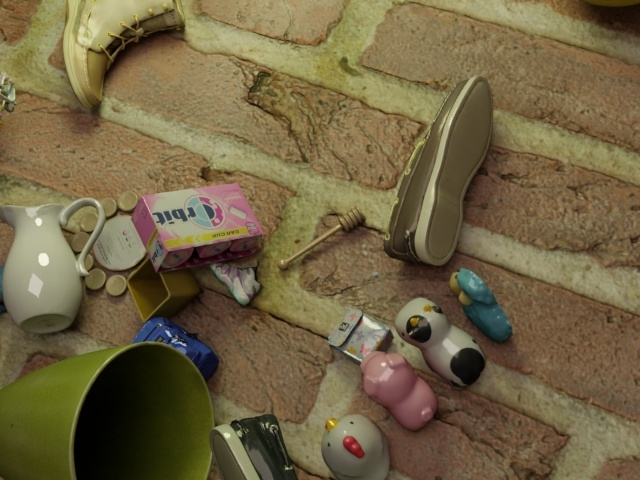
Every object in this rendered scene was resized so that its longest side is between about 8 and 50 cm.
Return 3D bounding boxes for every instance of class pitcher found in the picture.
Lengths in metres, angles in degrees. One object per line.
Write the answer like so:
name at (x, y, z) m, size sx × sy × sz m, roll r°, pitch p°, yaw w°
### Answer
pitcher at (-0.427, 0.034, 1.680) m, size 0.178 × 0.125 × 0.207 m, roll -14°, pitch 65°, yaw 7°

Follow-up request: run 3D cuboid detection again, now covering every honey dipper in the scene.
honey dipper at (0.000, 0.000, 1.669) m, size 0.161 × 0.030 × 0.030 m, roll -35°, pitch 67°, yaw 0°

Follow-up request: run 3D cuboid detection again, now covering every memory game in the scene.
memory game at (-0.330, 0.006, 1.734) m, size 0.186 × 0.012 × 0.186 m, roll -3°, pitch 70°, yaw 9°

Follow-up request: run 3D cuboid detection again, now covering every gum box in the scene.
gum box at (-0.189, -0.023, 1.643) m, size 0.188 × 0.062 × 0.107 m, roll -11°, pitch 60°, yaw -36°

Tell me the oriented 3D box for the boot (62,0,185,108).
boot at (-0.342, -0.364, 1.835) m, size 0.204 × 0.095 × 0.261 m, roll -7°, pitch 64°, yaw 6°

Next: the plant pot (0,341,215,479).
plant pot at (-0.353, 0.284, 1.507) m, size 0.294 × 0.275 × 0.274 m, roll -4°, pitch 67°, yaw 36°

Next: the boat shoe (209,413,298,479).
boat shoe at (-0.035, 0.400, 1.478) m, size 0.113 × 0.127 × 0.340 m, roll -22°, pitch 70°, yaw -29°

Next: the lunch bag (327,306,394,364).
lunch bag at (0.058, 0.149, 1.588) m, size 0.083 × 0.053 × 0.071 m, roll 30°, pitch 76°, yaw 29°

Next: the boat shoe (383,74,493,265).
boat shoe at (0.186, -0.115, 1.634) m, size 0.097 × 0.117 × 0.324 m, roll 3°, pitch 68°, yaw 42°

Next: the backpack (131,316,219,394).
backpack at (-0.232, 0.173, 1.607) m, size 0.120 × 0.101 × 0.098 m, roll 33°, pitch 72°, yaw 23°

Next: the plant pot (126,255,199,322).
plant pot at (-0.242, 0.075, 1.649) m, size 0.081 × 0.083 × 0.081 m, roll -43°, pitch 63°, yaw 32°

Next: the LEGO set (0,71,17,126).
LEGO set at (-0.657, -0.258, 1.840) m, size 0.287 × 0.132 × 0.107 m, roll -2°, pitch 61°, yaw 16°

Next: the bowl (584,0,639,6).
bowl at (0.484, -0.486, 1.693) m, size 0.290 × 0.156 × 0.289 m, roll -4°, pitch 69°, yaw 10°

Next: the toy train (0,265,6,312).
toy train at (-0.597, 0.085, 1.702) m, size 0.184 × 0.105 × 0.080 m, roll -11°, pitch 68°, yaw 6°

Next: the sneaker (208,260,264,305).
sneaker at (-0.129, 0.051, 1.669) m, size 0.069 × 0.038 × 0.098 m, roll -40°, pitch 76°, yaw -8°

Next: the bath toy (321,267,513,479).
bath toy at (0.126, 0.201, 1.515) m, size 0.151 × 0.129 × 0.348 m, roll 39°, pitch 81°, yaw 21°
